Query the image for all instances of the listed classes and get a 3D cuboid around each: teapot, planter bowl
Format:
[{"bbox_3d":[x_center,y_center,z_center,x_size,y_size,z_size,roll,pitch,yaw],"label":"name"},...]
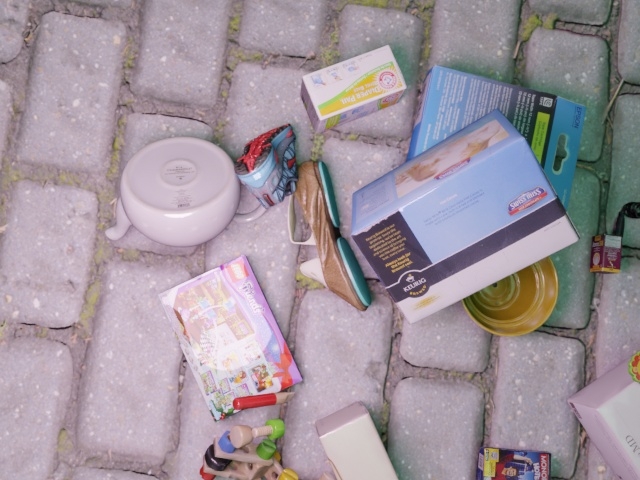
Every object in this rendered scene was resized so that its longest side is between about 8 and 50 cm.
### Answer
[{"bbox_3d":[-0.275,-0.077,1.229,0.256,0.187,0.252,27,55,16],"label":"teapot"},{"bbox_3d":[0.390,0.096,1.294,0.217,0.090,0.217,0,84,-4],"label":"planter bowl"}]

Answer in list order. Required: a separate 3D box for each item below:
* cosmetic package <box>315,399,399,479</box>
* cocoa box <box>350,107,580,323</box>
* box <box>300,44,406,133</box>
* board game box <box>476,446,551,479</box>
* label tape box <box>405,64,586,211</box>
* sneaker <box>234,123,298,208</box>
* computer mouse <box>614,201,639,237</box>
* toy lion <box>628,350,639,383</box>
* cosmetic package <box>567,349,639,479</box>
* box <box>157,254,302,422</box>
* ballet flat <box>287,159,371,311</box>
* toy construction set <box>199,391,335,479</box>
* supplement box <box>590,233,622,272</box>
[{"bbox_3d":[0.103,0.497,1.204,0.113,0.160,0.310,-25,85,-5],"label":"cosmetic package"},{"bbox_3d":[0.257,-0.051,1.150,0.347,0.231,0.228,-30,109,16],"label":"cocoa box"},{"bbox_3d":[0.069,-0.326,1.304,0.203,0.114,0.103,-22,87,-7],"label":"box"},{"bbox_3d":[0.427,0.540,1.269,0.194,0.060,0.194,6,84,-4],"label":"board game box"},{"bbox_3d":[0.376,-0.212,1.315,0.347,0.115,0.249,13,85,-5],"label":"label tape box"},{"bbox_3d":[-0.099,-0.149,1.238,0.104,0.262,0.125,-18,115,22],"label":"sneaker"},{"bbox_3d":[0.749,0.035,1.339,0.184,0.060,0.262,11,84,-3],"label":"computer mouse"},{"bbox_3d":[0.665,0.257,1.181,0.100,0.034,0.096,-27,72,-4],"label":"toy lion"},{"bbox_3d":[0.755,0.331,1.260,0.385,0.156,0.217,-33,84,-7],"label":"cosmetic package"},{"bbox_3d":[-0.188,0.203,1.263,0.200,0.057,0.293,-25,86,-5],"label":"box"},{"bbox_3d":[0.000,0.000,1.279,0.124,0.116,0.343,-21,85,15],"label":"ballet flat"},{"bbox_3d":[-0.082,0.453,1.187,0.237,0.257,0.309,4,97,-42],"label":"toy construction set"},{"bbox_3d":[0.636,0.031,1.334,0.043,0.055,0.083,7,83,-3],"label":"supplement box"}]
